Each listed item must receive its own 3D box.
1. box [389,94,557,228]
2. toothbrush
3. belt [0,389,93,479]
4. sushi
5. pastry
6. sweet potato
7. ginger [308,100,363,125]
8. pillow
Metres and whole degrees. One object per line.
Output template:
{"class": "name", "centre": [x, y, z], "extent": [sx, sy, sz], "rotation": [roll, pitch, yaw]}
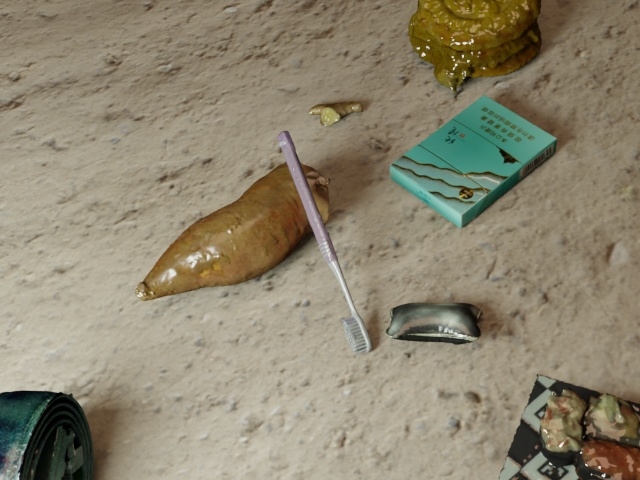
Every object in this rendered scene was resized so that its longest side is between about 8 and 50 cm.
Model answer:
{"class": "box", "centre": [0.250, -0.134, 1.551], "extent": [0.229, 0.041, 0.162], "rotation": [-37, 55, -21]}
{"class": "toothbrush", "centre": [0.000, 0.000, 1.388], "extent": [0.029, 0.024, 0.354], "rotation": [-12, 75, -35]}
{"class": "belt", "centre": [-0.368, 0.315, 1.164], "extent": [0.116, 0.206, 0.267], "rotation": [-1, 57, 11]}
{"class": "sushi", "centre": [0.365, 0.307, 1.163], "extent": [0.294, 0.059, 0.292], "rotation": [16, 55, 19]}
{"class": "pastry", "centre": [0.280, -0.407, 1.714], "extent": [0.235, 0.132, 0.240], "rotation": [-21, 50, -11]}
{"class": "sweet potato", "centre": [-0.128, 0.006, 1.440], "extent": [0.337, 0.131, 0.131], "rotation": [-37, 55, -21]}
{"class": "ginger", "centre": [0.026, -0.227, 1.667], "extent": [0.097, 0.030, 0.048], "rotation": [-3, 49, 8]}
{"class": "pillow", "centre": [0.162, 0.116, 1.349], "extent": [0.136, 0.055, 0.091], "rotation": [4, 49, 9]}
